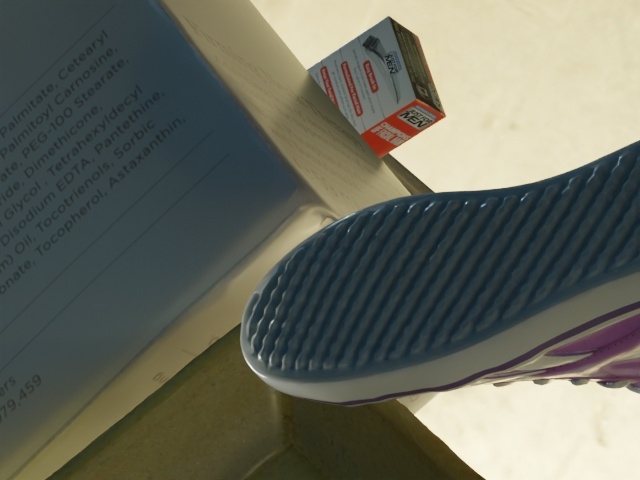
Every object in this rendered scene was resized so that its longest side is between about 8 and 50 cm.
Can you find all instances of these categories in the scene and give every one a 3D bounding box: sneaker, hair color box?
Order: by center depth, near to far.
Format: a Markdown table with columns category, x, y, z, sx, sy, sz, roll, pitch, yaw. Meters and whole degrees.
| category | x | y | z | sx | sy | sz | roll | pitch | yaw |
| --- | --- | --- | --- | --- | --- | --- | --- | --- | --- |
| sneaker | 0.113 | 0.048 | 0.810 | 0.282 | 0.161 | 0.102 | -14 | 52 | 17 |
| hair color box | 0.019 | -0.111 | 1.463 | 0.167 | 0.053 | 0.093 | -31 | 58 | 26 |

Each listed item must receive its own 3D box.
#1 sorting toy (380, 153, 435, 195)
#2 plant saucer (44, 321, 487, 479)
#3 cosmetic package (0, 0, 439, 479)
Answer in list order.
| category | x | y | z | sx | sy | sz | roll | pitch | yaw |
| --- | --- | --- | --- | --- | --- | --- | --- | --- | --- |
| sorting toy | 0.000 | 0.000 | 1.768 | 0.229 | 0.041 | 0.307 | 39 | 131 | 14 |
| plant saucer | -0.041 | 0.234 | 0.817 | 0.333 | 0.081 | 0.333 | -39 | 49 | -12 |
| cosmetic package | -0.148 | -0.009 | 1.182 | 0.327 | 0.329 | 0.393 | -43 | 60 | 10 |
